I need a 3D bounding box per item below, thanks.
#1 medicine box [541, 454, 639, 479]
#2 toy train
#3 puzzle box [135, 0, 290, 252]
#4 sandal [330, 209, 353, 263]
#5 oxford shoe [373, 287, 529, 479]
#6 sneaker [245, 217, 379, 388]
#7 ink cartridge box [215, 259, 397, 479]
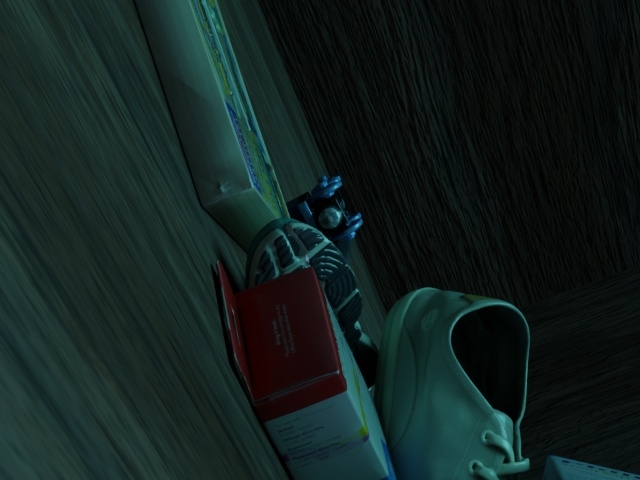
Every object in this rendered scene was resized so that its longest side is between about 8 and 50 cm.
[{"bbox_3d":[0.232,0.328,1.196,0.289,0.149,0.263,32,71,-83],"label":"medicine box"},{"bbox_3d":[-0.008,-0.024,1.795,0.080,0.105,0.184,61,4,-5],"label":"toy train"},{"bbox_3d":[-0.125,-0.195,1.452,0.272,0.052,0.408,52,19,-76],"label":"puzzle box"},{"bbox_3d":[0.001,0.000,1.973,0.054,0.097,0.254,42,9,-10],"label":"sandal"},{"bbox_3d":[0.124,0.237,1.339,0.169,0.130,0.449,34,50,-41],"label":"oxford shoe"},{"bbox_3d":[-0.025,0.065,1.383,0.110,0.107,0.275,49,-13,33],"label":"sneaker"},{"bbox_3d":[-0.009,0.122,1.242,0.134,0.078,0.231,-106,174,-49],"label":"ink cartridge box"}]
